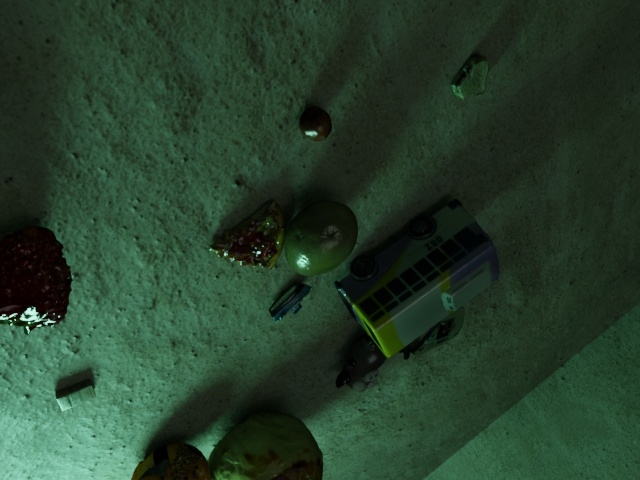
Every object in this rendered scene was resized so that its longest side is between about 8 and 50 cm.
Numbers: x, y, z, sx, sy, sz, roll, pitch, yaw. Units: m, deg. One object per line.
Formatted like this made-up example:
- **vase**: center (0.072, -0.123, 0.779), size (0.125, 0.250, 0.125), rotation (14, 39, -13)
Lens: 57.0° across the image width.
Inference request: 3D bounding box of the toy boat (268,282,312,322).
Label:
- **toy boat**: center (-0.079, 0.169, 1.599), size (0.137, 0.060, 0.061), rotation (-47, 121, -1)

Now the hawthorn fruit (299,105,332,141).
- **hawthorn fruit**: center (-0.008, -0.249, 1.268), size (0.077, 0.077, 0.077), rotation (-21, 136, -21)

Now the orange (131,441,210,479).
- **orange**: center (-0.434, 0.711, 1.720), size (0.235, 0.182, 0.234), rotation (-14, 116, -30)

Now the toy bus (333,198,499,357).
- **toy bus**: center (0.292, 0.108, 1.681), size (0.440, 0.249, 0.209), rotation (-35, 140, -6)

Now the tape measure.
- **tape measure**: center (0.384, 0.290, 2.026), size (0.235, 0.115, 0.207), rotation (-21, 139, -21)

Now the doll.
- **doll**: center (0.148, 0.397, 1.939), size (0.182, 0.117, 0.257), rotation (-8, 128, -39)

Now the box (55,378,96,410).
- **box**: center (-0.590, 0.373, 1.422), size (0.083, 0.024, 0.053), rotation (-22, 137, -23)

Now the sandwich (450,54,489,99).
- **sandwich**: center (0.367, -0.400, 1.441), size (0.093, 0.035, 0.104), rotation (-18, 134, -23)

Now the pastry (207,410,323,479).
- **pastry**: center (-0.161, 0.740, 1.853), size (0.389, 0.313, 0.388), rotation (-20, 129, -27)

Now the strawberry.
- **strawberry**: center (-0.548, 0.068, 1.078), size (0.187, 0.184, 0.201), rotation (17, 78, -25)

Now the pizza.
- **pizza**: center (-0.165, 0.015, 1.398), size (0.193, 0.053, 0.200), rotation (-21, 137, -21)

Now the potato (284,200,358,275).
- **potato**: center (0.000, 0.000, 1.434), size (0.178, 0.160, 0.235), rotation (0, 146, -8)
